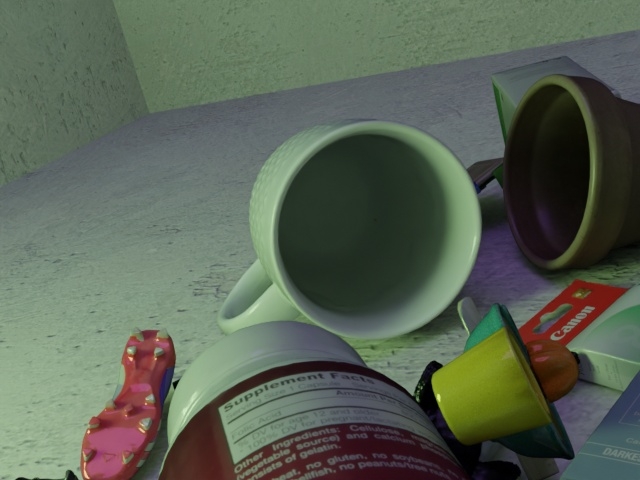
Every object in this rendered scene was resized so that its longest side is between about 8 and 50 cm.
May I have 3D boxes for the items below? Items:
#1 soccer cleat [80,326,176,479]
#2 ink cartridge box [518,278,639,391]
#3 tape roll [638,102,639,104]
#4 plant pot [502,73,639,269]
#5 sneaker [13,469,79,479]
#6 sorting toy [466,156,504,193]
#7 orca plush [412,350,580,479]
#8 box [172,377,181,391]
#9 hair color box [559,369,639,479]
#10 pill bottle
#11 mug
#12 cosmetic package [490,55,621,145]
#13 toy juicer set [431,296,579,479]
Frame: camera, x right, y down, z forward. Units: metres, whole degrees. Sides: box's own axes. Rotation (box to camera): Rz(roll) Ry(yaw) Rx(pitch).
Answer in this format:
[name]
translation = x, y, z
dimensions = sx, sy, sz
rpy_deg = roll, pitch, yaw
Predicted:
[soccer cleat]
translation = -0.224, 0.211, 1.047
dimensions = 0.083, 0.095, 0.248
rpy_deg = 2, 38, 3
[ink cartridge box]
translation = 0.328, 0.087, 0.974
dimensions = 0.181, 0.056, 0.225
rpy_deg = -33, 27, -29
[tape roll]
translation = 0.660, -0.184, 1.421
dimensions = 0.286, 0.100, 0.286
rpy_deg = -13, 19, 5
[plant pot]
translation = 0.408, -0.094, 1.191
dimensions = 0.229, 0.262, 0.263
rpy_deg = -2, 16, -14
[sneaker]
translation = -0.326, 0.282, 0.923
dimensions = 0.158, 0.064, 0.061
rpy_deg = -17, 19, -6
[sorting toy]
translation = 0.233, -0.075, 1.449
dimensions = 0.196, 0.047, 0.348
rpy_deg = -33, 6, -4
[orca plush]
translation = 0.140, 0.164, 0.843
dimensions = 0.287, 0.102, 0.151
rpy_deg = -23, 21, -22
[box]
translation = -0.104, 0.187, 1.074
dimensions = 0.116, 0.029, 0.162
rpy_deg = -24, 19, -23
[hair color box]
translation = 0.318, 0.149, 0.624
dimensions = 0.114, 0.185, 0.374
rpy_deg = 2, 26, 42
[pill bottle]
translation = 0.005, 0.217, 0.589
dimensions = 0.224, 0.224, 0.392
rpy_deg = -18, 22, -8
[mug]
translation = 0.000, 0.000, 1.211
dimensions = 0.374, 0.276, 0.328
rpy_deg = -45, 16, -3
[cosmetic package]
translation = 0.403, -0.180, 1.464
dimensions = 0.155, 0.196, 0.365
rpy_deg = -13, 18, 9
[toy juicer set]
translation = 0.180, 0.147, 0.692
dimensions = 0.090, 0.209, 0.329
rpy_deg = -27, -2, 12
